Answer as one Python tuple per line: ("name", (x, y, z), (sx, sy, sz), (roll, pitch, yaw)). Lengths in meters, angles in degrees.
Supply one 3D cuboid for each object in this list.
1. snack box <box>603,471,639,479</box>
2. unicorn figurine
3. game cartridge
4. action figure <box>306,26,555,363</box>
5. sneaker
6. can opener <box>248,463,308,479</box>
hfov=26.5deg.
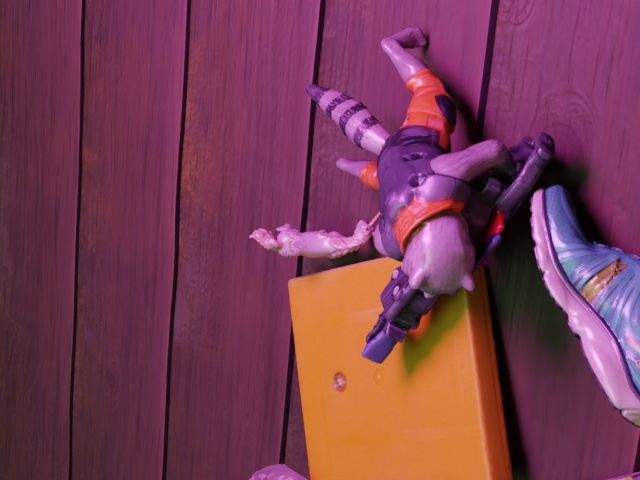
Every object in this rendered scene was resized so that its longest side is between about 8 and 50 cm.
("snack box", (0.322, 0.319, 1.423), (0.100, 0.037, 0.141), (-29, 75, 51))
("unicorn figurine", (0.000, 0.000, 1.701), (0.111, 0.162, 0.060), (-169, 66, -77))
("game cartridge", (0.089, 0.163, 1.645), (0.324, 0.053, 0.285), (-13, 81, 49))
("action figure", (0.081, -0.036, 1.493), (0.341, 0.179, 0.330), (-57, 30, 24))
("sneaker", (0.300, 0.055, 1.367), (0.110, 0.107, 0.275), (-35, 63, 17))
("can opener", (0.017, 0.368, 1.668), (0.283, 0.076, 0.095), (29, 130, 35))
